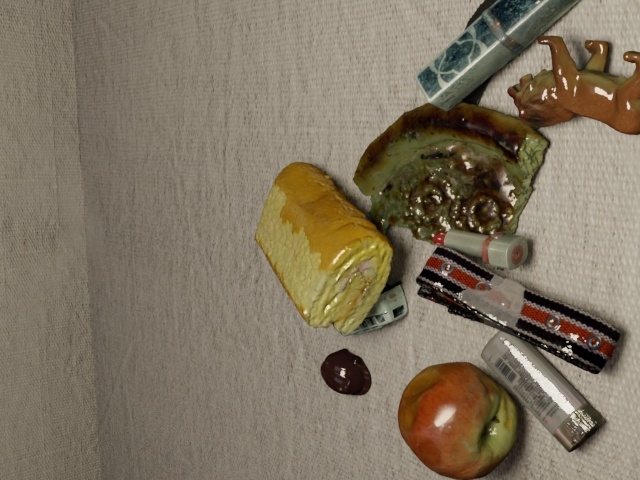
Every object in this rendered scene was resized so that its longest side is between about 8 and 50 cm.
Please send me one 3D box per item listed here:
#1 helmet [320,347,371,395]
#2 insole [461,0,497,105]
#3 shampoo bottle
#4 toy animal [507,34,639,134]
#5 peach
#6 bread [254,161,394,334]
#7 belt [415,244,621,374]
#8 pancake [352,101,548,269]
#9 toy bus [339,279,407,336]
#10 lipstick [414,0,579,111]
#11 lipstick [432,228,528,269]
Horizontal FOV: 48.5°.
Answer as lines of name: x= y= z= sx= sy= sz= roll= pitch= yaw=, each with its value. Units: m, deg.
helmet: x=0.050 y=0.306 z=1.621 sx=0.123 sy=0.070 sz=0.098 roll=35 pitch=120 yaw=40
insole: x=0.288 y=-0.319 z=1.295 sx=0.110 sy=0.012 sz=0.309 roll=40 pitch=124 yaw=31
shampoo bottle: x=0.385 y=0.257 z=1.250 sx=0.227 sy=0.056 sz=0.086 roll=49 pitch=126 yaw=31
toy animal: x=0.429 y=-0.229 z=1.103 sx=0.312 sy=0.097 sz=0.157 roll=28 pitch=123 yaw=40
peach: x=0.244 y=0.331 z=1.320 sx=0.235 sy=0.214 sz=0.214 roll=-174 pitch=79 yaw=-66
bread: x=0.000 y=0.000 z=1.506 sx=0.236 sy=0.165 sz=0.375 roll=-64 pitch=33 yaw=17
belt: x=0.327 y=0.117 z=1.224 sx=0.360 sy=0.126 sz=0.094 roll=24 pitch=75 yaw=37
pancake: x=0.218 y=-0.116 z=1.355 sx=0.427 sy=0.067 sz=0.304 roll=15 pitch=111 yaw=41
toy bus: x=0.099 y=0.152 z=1.533 sx=0.194 sy=0.087 sz=0.089 roll=-26 pitch=87 yaw=46
lipstick: x=0.290 y=-0.336 z=1.198 sx=0.290 sy=0.076 sz=0.077 roll=-40 pitch=61 yaw=30
lipstick: x=0.275 y=0.006 z=1.281 sx=0.186 sy=0.063 sz=0.057 roll=13 pitch=122 yaw=47
